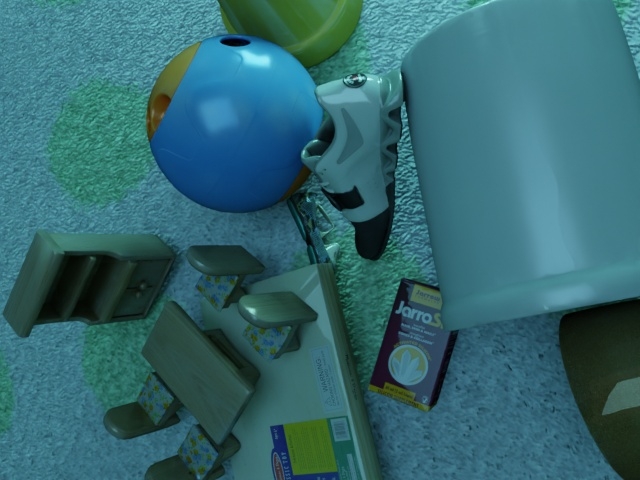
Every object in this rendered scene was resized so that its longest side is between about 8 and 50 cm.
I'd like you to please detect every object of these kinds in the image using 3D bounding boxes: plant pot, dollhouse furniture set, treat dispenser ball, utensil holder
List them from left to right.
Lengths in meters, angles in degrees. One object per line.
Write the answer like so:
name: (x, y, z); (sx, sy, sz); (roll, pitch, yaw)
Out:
dollhouse furniture set: (-0.282, 0.161, 1.045); (0.394, 0.257, 0.362); (40, 111, 27)
treat dispenser ball: (-0.137, -0.188, 1.050); (0.288, 0.288, 0.287); (-2, 85, 19)
plant pot: (-0.080, -0.446, 1.079); (0.254, 0.239, 0.253); (-2, 84, 19)
utensil holder: (0.294, -0.092, 0.883); (0.328, 0.328, 0.385); (-14, 78, 18)
plant pot: (0.477, 0.159, 0.807); (0.254, 0.237, 0.237); (-29, 77, 31)

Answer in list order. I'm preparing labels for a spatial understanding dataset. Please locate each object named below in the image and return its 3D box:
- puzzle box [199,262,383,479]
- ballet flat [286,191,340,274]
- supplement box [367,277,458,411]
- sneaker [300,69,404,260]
puzzle box: (-0.056, 0.266, 1.078); (0.272, 0.052, 0.408); (-18, 80, 32)
ballet flat: (0.000, 0.000, 1.112); (0.070, 0.070, 0.188); (-21, 83, 16)
supplement box: (0.158, 0.164, 1.030); (0.104, 0.081, 0.188); (17, 91, 20)
sneaker: (0.044, -0.106, 0.993); (0.147, 0.122, 0.330); (-3, 128, -1)
